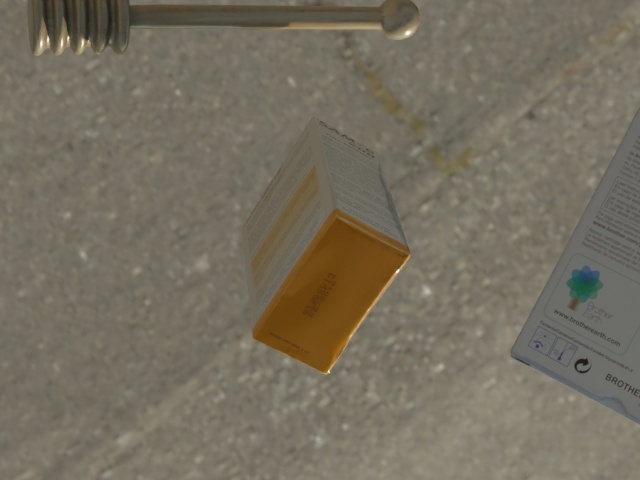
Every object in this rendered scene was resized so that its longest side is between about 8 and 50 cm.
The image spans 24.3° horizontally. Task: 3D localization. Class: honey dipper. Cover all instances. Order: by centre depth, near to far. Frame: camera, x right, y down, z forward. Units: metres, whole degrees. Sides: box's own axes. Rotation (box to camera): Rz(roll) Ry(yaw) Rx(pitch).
[{"bbox_3d":[-0.037,-0.091,0.602,0.161,0.030,0.030,-4,140,-16],"label":"honey dipper"}]

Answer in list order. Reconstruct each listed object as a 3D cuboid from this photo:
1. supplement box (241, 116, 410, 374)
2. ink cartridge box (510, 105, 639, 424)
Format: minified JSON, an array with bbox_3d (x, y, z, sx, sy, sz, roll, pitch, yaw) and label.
[{"bbox_3d":[0.000,0.000,0.598,0.036,0.098,0.062,27,112,-18],"label":"supplement box"},{"bbox_3d":[0.294,-0.008,1.093,0.065,0.186,0.311,18,99,-59],"label":"ink cartridge box"}]
